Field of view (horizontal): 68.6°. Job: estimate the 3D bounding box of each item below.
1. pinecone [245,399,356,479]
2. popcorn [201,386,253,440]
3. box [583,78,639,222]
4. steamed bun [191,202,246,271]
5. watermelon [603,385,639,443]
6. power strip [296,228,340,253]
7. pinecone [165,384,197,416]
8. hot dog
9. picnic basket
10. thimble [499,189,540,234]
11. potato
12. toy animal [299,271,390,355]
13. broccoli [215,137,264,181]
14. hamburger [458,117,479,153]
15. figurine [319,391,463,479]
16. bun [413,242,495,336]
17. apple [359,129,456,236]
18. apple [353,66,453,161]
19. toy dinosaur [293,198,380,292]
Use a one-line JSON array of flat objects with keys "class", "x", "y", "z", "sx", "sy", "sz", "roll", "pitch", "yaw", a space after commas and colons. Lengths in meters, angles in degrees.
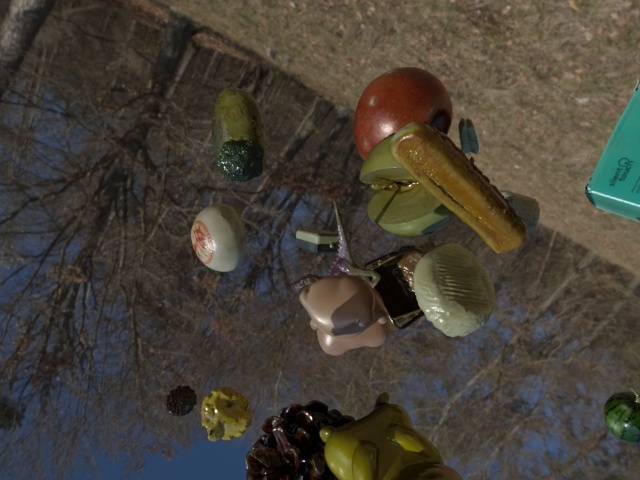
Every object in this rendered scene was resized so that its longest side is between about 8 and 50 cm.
[{"class": "pinecone", "x": -0.024, "y": 0.525, "z": 1.073, "sx": 0.295, "sy": 0.242, "sz": 0.299, "roll": 14, "pitch": -109, "yaw": -43}, {"class": "popcorn", "x": -0.153, "y": 0.278, "z": 0.748, "sx": 0.084, "sy": 0.084, "sz": 0.084, "roll": 27, "pitch": -153, "yaw": -14}, {"class": "box", "x": 0.599, "y": -0.100, "z": 0.695, "sx": 0.311, "sy": 0.205, "sz": 0.118, "roll": 27, "pitch": -177, "yaw": 35}, {"class": "steamed bun", "x": -0.351, "y": -0.006, "z": 1.567, "sx": 0.145, "sy": 0.232, "sz": 0.232, "roll": -9, "pitch": -133, "yaw": -33}, {"class": "watermelon", "x": 0.615, "y": 0.346, "z": 0.924, "sx": 0.109, "sy": 0.109, "sz": 0.109, "roll": 27, "pitch": -153, "yaw": -14}, {"class": "power strip", "x": 0.000, "y": 0.000, "z": 1.567, "sx": 0.105, "sy": 0.070, "sz": 0.256, "roll": -1, "pitch": -174, "yaw": -18}, {"class": "pinecone", "x": -0.356, "y": 0.406, "z": 1.184, "sx": 0.077, "sy": 0.083, "sz": 0.077, "roll": 27, "pitch": -130, "yaw": -38}, {"class": "hot dog", "x": 0.217, "y": -0.078, "z": 0.721, "sx": 0.286, "sy": 0.087, "sz": 0.061, "roll": 42, "pitch": -139, "yaw": -25}, {"class": "picnic basket", "x": 0.292, "y": 0.159, "z": 1.659, "sx": 0.321, "sy": 0.291, "sz": 0.254, "roll": -18, "pitch": -103, "yaw": -46}, {"class": "thimble", "x": 0.432, "y": -0.056, "z": 1.075, "sx": 0.090, "sy": 0.115, "sz": 0.102, "roll": 11, "pitch": -110, "yaw": -21}, {"class": "potato", "x": -0.276, "y": -0.356, "z": 1.582, "sx": 0.173, "sy": 0.308, "sz": 0.210, "roll": -7, "pitch": -168, "yaw": -26}, {"class": "toy animal", "x": 0.056, "y": 0.153, "z": 0.981, "sx": 0.171, "sy": 0.171, "sz": 0.198, "roll": 48, "pitch": 179, "yaw": 27}, {"class": "broccoli", "x": -0.244, "y": -0.241, "z": 1.429, "sx": 0.145, "sy": 0.162, "sz": 0.138, "roll": 6, "pitch": -135, "yaw": -9}, {"class": "hamburger", "x": 0.472, "y": -0.343, "z": 1.508, "sx": 0.084, "sy": 0.054, "sz": 0.121, "roll": -81, "pitch": -27, "yaw": -47}, {"class": "figurine", "x": 0.124, "y": 0.395, "z": 0.708, "sx": 0.218, "sy": 0.169, "sz": 0.326, "roll": -25, "pitch": -154, "yaw": -16}, {"class": "bun", "x": 0.249, "y": 0.097, "z": 0.903, "sx": 0.164, "sy": 0.111, "sz": 0.188, "roll": 7, "pitch": -127, "yaw": -29}, {"class": "apple", "x": 0.244, "y": -0.154, "z": 1.261, "sx": 0.291, "sy": 0.292, "sz": 0.254, "roll": 9, "pitch": 172, "yaw": -41}, {"class": "apple", "x": 0.271, "y": -0.380, "z": 1.528, "sx": 0.276, "sy": 0.349, "sz": 0.348, "roll": 19, "pitch": -167, "yaw": 37}, {"class": "toy dinosaur", "x": 0.055, "y": 0.055, "z": 1.196, "sx": 0.199, "sy": 0.251, "sz": 0.072, "roll": 28, "pitch": -162, "yaw": -15}]
